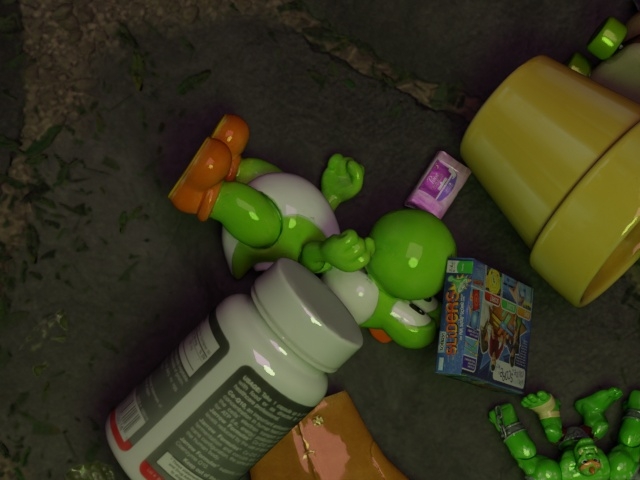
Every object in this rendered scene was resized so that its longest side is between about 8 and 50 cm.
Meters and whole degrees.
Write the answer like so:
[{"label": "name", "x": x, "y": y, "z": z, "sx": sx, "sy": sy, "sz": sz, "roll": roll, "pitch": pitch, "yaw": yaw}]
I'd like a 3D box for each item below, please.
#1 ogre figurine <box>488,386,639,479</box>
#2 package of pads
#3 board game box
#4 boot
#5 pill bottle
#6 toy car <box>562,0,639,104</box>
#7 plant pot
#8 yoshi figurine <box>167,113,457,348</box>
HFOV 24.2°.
[{"label": "ogre figurine", "x": 0.315, "y": 0.245, "z": 1.821, "sx": 0.197, "sy": 0.097, "sz": 0.118, "roll": 3, "pitch": 62, "yaw": -22}, {"label": "package of pads", "x": 0.147, "y": -0.066, "z": 1.873, "sx": 0.050, "sy": 0.032, "sz": 0.083, "roll": 34, "pitch": 79, "yaw": -3}, {"label": "board game box", "x": 0.199, "y": 0.105, "z": 1.778, "sx": 0.035, "sy": 0.201, "sz": 0.136, "roll": 1, "pitch": 78, "yaw": 29}, {"label": "boot", "x": 0.065, "y": 0.277, "z": 1.773, "sx": 0.295, "sy": 0.104, "sz": 0.211, "roll": -14, "pitch": 84, "yaw": -5}, {"label": "pill bottle", "x": -0.095, "y": 0.164, "z": 1.691, "sx": 0.283, "sy": 0.161, "sz": 0.161, "roll": -44, "pitch": 89, "yaw": 13}, {"label": "toy car", "x": 0.414, "y": -0.238, "z": 1.909, "sx": 0.155, "sy": 0.149, "sz": 0.188, "roll": 36, "pitch": 50, "yaw": -5}, {"label": "plant pot", "x": 0.307, "y": -0.089, "z": 1.802, "sx": 0.239, "sy": 0.254, "sz": 0.254, "roll": 43, "pitch": 78, "yaw": 15}, {"label": "yoshi figurine", "x": 0.016, "y": -0.023, "z": 1.772, "sx": 0.362, "sy": 0.203, "sz": 0.203, "roll": 35, "pitch": 72, "yaw": -4}]
